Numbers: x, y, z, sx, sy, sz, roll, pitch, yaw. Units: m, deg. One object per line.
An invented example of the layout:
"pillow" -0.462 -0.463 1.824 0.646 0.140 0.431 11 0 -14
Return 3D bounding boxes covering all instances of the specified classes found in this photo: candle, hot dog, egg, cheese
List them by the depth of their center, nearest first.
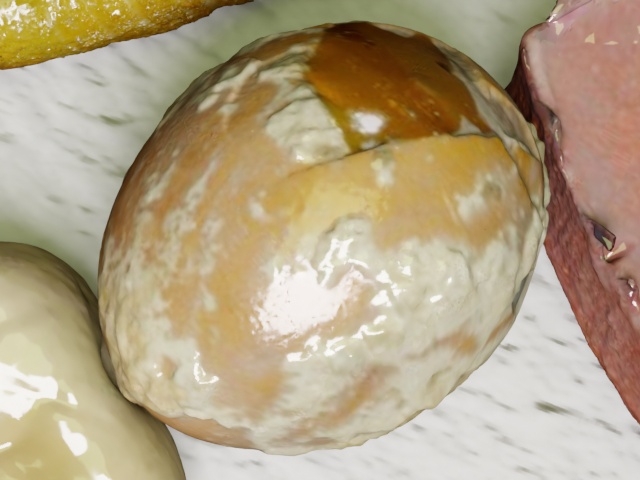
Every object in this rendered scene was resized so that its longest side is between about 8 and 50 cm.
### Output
"egg" 0.000 0.000 0.729 0.233 0.195 0.195 -29 88 -21
"cheese" -0.172 0.105 0.734 0.235 0.117 0.218 10 81 -9
"hot dog" -0.076 -0.142 0.797 0.289 0.083 0.068 -16 105 -9
"candle" 0.225 -0.022 0.798 0.287 0.131 0.317 22 72 2
